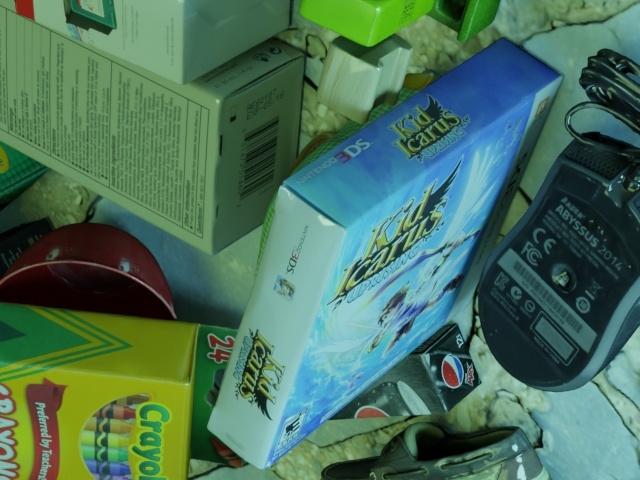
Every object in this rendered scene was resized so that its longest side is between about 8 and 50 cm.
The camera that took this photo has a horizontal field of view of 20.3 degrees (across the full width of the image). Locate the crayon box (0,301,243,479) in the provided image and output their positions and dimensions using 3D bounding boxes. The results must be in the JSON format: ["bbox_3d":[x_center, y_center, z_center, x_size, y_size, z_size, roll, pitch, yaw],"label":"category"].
[{"bbox_3d":[-0.225,0.155,1.636,0.318,0.081,0.202,5,134,-1],"label":"crayon box"}]

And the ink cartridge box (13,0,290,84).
[{"bbox_3d":[-0.152,-0.216,1.431,0.231,0.134,0.078,25,130,30],"label":"ink cartridge box"}]

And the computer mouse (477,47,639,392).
[{"bbox_3d":[0.211,0.005,1.281,0.188,0.072,0.272,50,135,16],"label":"computer mouse"}]

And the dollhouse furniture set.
[{"bbox_3d":[0.000,-0.113,1.308,0.151,0.197,0.301,34,133,21],"label":"dollhouse furniture set"}]

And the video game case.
[{"bbox_3d":[0.048,0.008,1.286,0.061,0.269,0.244,35,134,20],"label":"video game case"}]

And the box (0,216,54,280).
[{"bbox_3d":[-0.347,0.063,1.766,0.156,0.158,0.093,-17,103,47],"label":"box"}]

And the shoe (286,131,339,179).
[{"bbox_3d":[0.000,0.000,1.492,0.076,0.058,0.219,-118,35,-43],"label":"shoe"}]

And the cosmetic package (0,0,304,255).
[{"bbox_3d":[-0.170,-0.131,1.518,0.309,0.113,0.160,29,131,28],"label":"cosmetic package"}]

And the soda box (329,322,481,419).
[{"bbox_3d":[0.050,0.114,1.510,0.169,0.053,0.060,-10,108,46],"label":"soda box"}]

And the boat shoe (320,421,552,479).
[{"bbox_3d":[0.090,0.187,1.506,0.223,0.080,0.073,-6,105,39],"label":"boat shoe"}]

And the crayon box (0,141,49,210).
[{"bbox_3d":[-0.381,-0.150,1.700,0.278,0.081,0.165,58,151,-2],"label":"crayon box"}]

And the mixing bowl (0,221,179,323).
[{"bbox_3d":[-0.214,0.049,1.655,0.181,0.098,0.181,2,135,2],"label":"mixing bowl"}]
